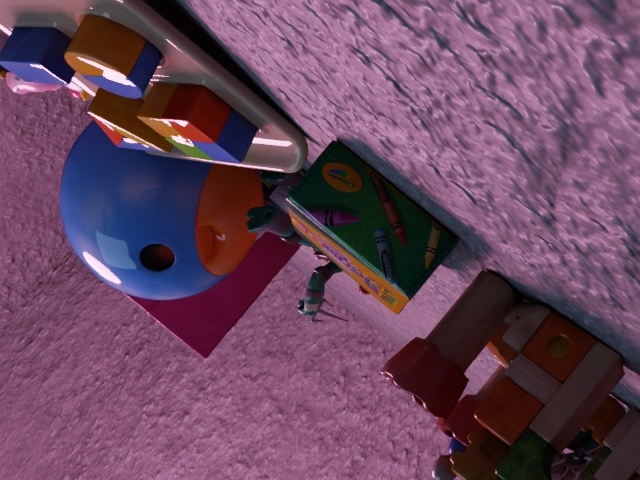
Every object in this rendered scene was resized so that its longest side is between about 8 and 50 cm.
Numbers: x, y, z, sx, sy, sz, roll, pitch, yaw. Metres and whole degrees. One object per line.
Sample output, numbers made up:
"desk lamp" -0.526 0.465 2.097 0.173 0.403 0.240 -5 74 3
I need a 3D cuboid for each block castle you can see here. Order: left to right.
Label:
"block castle" 0.284 0.258 1.258 0.453 0.213 0.303 37 175 31

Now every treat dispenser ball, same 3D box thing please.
"treat dispenser ball" -0.222 -0.060 1.742 0.288 0.288 0.288 39 175 4

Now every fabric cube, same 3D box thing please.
"fabric cube" -0.211 0.010 2.138 0.259 0.258 0.254 40 180 -8

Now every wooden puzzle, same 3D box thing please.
"wooden puzzle" -0.224 -0.179 1.383 0.322 0.081 0.348 11 156 46

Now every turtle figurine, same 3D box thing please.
"turtle figurine" 0.000 0.000 1.702 0.234 0.118 0.175 45 -146 -38

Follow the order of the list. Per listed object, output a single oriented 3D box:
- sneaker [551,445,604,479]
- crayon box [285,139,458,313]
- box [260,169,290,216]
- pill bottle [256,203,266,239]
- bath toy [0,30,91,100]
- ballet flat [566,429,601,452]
"sneaker" 0.326 0.288 1.546 0.281 0.115 0.105 14 -147 1
"crayon box" 0.053 -0.006 1.370 0.165 0.081 0.278 39 175 5
"box" -0.120 -0.114 1.961 0.190 0.045 0.184 40 178 -14
"pill bottle" -0.145 -0.059 1.922 0.137 0.078 0.078 35 174 21
"bath toy" -0.400 -0.266 1.704 0.129 0.151 0.348 36 -168 28
"ballet flat" 0.330 0.236 1.603 0.067 0.073 0.206 55 -177 41
